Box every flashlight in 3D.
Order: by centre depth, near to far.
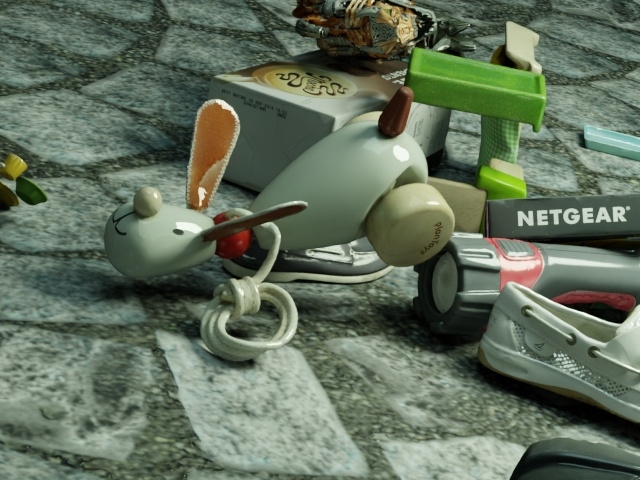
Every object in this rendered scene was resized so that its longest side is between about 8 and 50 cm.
[{"bbox_3d":[0.244,0.051,1.683,0.304,0.103,0.103,6,-11,-27],"label":"flashlight"}]

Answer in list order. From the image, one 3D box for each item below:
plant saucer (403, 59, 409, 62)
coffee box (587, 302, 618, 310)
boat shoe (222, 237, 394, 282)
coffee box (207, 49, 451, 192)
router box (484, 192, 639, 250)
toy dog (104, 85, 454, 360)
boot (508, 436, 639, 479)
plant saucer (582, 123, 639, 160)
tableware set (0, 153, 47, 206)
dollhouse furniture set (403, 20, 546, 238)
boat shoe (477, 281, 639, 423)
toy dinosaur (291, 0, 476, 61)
[{"bbox_3d":[0.071,-0.260,2.426,0.119,0.021,0.119,11,23,-4],"label":"plant saucer"},{"bbox_3d":[0.318,0.022,1.857,0.113,0.040,0.184,6,23,-17],"label":"coffee box"},{"bbox_3d":[0.000,0.000,1.699,0.206,0.065,0.075,-2,28,-33],"label":"boat shoe"},{"bbox_3d":[0.015,-0.137,1.964,0.168,0.119,0.297,21,23,27],"label":"coffee box"},{"bbox_3d":[0.259,-0.015,1.744,0.178,0.046,0.133,-3,-8,5],"label":"router box"},{"bbox_3d":[-0.023,-0.055,1.558,0.333,0.161,0.220,-29,51,-34],"label":"toy dog"},{"bbox_3d":[0.254,0.287,1.033,0.367,0.146,0.445,7,17,12],"label":"boot"},{"bbox_3d":[0.453,-0.121,2.312,0.192,0.018,0.067,13,22,1],"label":"plant saucer"},{"bbox_3d":[-0.337,-0.074,1.671,0.154,0.104,0.024,9,56,44],"label":"tableware set"},{"bbox_3d":[0.163,-0.132,1.939,0.151,0.198,0.301,10,23,2],"label":"dollhouse furniture set"},{"bbox_3d":[0.285,0.107,1.540,0.277,0.096,0.098,17,12,12],"label":"boat shoe"},{"bbox_3d":[0.056,-0.284,2.004,0.218,0.164,0.322,-17,39,-22],"label":"toy dinosaur"}]
